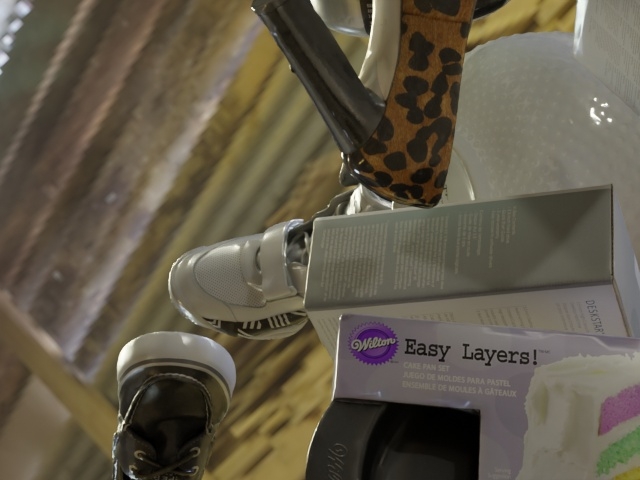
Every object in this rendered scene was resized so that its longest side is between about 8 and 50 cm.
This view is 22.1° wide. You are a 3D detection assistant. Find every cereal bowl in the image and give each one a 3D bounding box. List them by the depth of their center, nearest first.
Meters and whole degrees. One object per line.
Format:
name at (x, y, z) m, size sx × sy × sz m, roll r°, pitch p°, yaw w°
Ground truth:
cereal bowl at (0.163, -0.020, 1.485) m, size 0.141 × 0.339 × 0.339 m, roll -4°, pitch -28°, yaw -26°

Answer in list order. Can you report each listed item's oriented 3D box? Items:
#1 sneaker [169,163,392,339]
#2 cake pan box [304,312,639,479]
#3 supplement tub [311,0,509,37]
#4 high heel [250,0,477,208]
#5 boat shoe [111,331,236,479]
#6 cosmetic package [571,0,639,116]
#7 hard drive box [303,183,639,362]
sneaker at (0.000, 0.000, 1.843) m, size 0.366 × 0.137 × 0.210 m, roll -3°, pitch -35°, yaw 4°
cake pan box at (0.122, 0.174, 1.079) m, size 0.070 × 0.267 × 0.245 m, roll 94°, pitch -178°, yaw -55°
supplement tub at (0.061, -0.347, 1.381) m, size 0.193 × 0.194 × 0.316 m, roll -36°, pitch -55°, yaw -44°
high heel at (0.103, -0.152, 1.091) m, size 0.261 × 0.186 × 0.093 m, roll -36°, pitch 22°, yaw -6°
boat shoe at (-0.107, 0.139, 1.106) m, size 0.228 × 0.080 × 0.076 m, roll 116°, pitch 158°, yaw -57°
cosmetic package at (0.240, -0.185, 1.181) m, size 0.060 × 0.099 × 0.239 m, roll -35°, pitch -25°, yaw -13°
hard drive box at (0.126, 0.056, 1.259) m, size 0.181 × 0.232 × 0.089 m, roll 63°, pitch -153°, yaw -50°
